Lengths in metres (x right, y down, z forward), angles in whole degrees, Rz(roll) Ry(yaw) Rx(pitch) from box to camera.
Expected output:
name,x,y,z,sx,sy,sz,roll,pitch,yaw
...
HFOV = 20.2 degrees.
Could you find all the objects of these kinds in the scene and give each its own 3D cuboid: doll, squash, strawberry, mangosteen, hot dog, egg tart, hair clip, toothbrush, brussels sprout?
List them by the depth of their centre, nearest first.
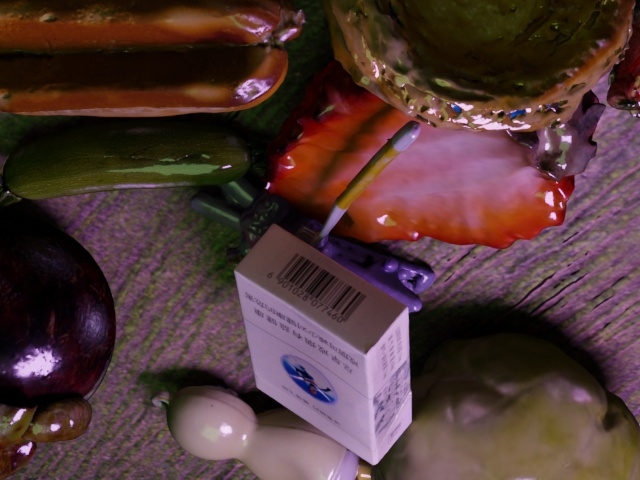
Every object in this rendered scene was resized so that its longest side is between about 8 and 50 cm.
name,x,y,z,sx,sy,sz,roll,pitch,yaw
egg tart,0.127,-0.220,1.473,0.291,0.290,0.107,20,173,-13
toothbrush,0.027,-0.045,1.645,0.024,0.021,0.288,30,150,-7
hot dog,-0.167,-0.181,1.646,0.337,0.100,0.135,0,110,22
strawberry,0.095,-0.112,1.672,0.336,0.149,0.265,-16,140,41
squash,-0.199,-0.080,1.802,0.319,0.071,0.080,-7,114,13
hair clip,0.002,0.011,1.859,0.278,0.090,0.137,25,133,-18
mangosteen,-0.347,0.110,1.888,0.288,0.288,0.288,5,139,4
brussels sprout,0.195,0.230,1.982,0.317,0.242,0.274,-4,157,22
doll,-0.058,0.234,2.123,0.296,0.117,0.141,28,152,-2

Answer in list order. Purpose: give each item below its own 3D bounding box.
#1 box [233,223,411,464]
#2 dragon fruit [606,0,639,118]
name,x,y,z,sx,sy,sz,roll,pitch,yaw
box,0.007,0.108,1.799,0.164,0.069,0.256,32,156,20
dragon fruit,0.380,-0.160,1.531,0.269,0.198,0.200,18,118,-23
